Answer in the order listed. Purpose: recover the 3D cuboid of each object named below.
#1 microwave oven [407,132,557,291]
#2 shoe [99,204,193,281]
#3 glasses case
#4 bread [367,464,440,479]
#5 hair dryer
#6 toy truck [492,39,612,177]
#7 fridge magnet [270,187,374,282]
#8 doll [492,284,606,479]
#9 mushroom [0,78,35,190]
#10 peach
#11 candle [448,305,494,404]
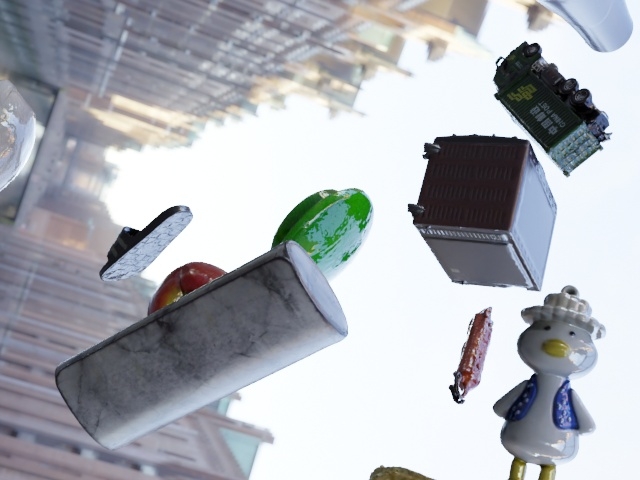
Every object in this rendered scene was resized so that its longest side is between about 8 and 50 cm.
[{"bbox_3d":[0.274,-0.048,1.751,0.247,0.178,0.188,49,49,-55],"label":"microwave oven"},{"bbox_3d":[-0.262,-0.006,1.576,0.179,0.071,0.049,-40,-118,22],"label":"shoe"},{"bbox_3d":[-0.123,0.111,1.067,0.299,0.114,0.060,-28,-165,21],"label":"glasses case"},{"bbox_3d":[0.149,0.462,1.743,0.174,0.121,0.245,-44,-153,-28],"label":"bread"},{"bbox_3d":[0.295,-0.421,1.255,0.121,0.301,0.361,-8,-110,28],"label":"hair dryer"},{"bbox_3d":[0.381,-0.230,1.788,0.121,0.088,0.259,-40,-140,10],"label":"toy truck"},{"bbox_3d":[0.000,0.000,1.671,0.208,0.088,0.208,-36,152,-23],"label":"fridge magnet"},{"bbox_3d":[0.310,0.196,1.433,0.119,0.138,0.293,48,56,-59],"label":"doll"},{"bbox_3d":[-0.375,-0.098,1.193,0.097,0.088,0.212,120,-16,-44],"label":"mushroom"},{"bbox_3d":[-0.205,0.144,1.861,0.190,0.196,0.226,-45,158,-7],"label":"peach"},{"bbox_3d":[0.304,0.229,2.124,0.301,0.059,0.084,-60,156,-51],"label":"candle"}]
